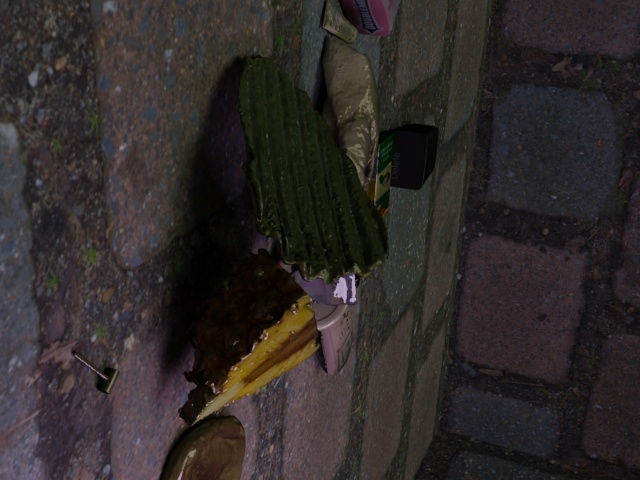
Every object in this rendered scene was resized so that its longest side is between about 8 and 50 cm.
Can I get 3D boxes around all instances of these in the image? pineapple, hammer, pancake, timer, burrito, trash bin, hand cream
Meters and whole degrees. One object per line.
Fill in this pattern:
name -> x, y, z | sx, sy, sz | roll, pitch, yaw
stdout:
pineapple -> -0.166, 0.153, 1.402 | 0.286, 0.209, 0.344 | -35, 160, -11
hammer -> -0.319, 0.182, 1.157 | 0.110, 0.019, 0.035 | 65, 41, -56
pancake -> -0.218, 0.464, 1.552 | 0.294, 0.049, 0.294 | 13, 90, -70
timer -> -0.018, 0.109, 1.806 | 0.266, 0.175, 0.175 | 61, 42, -85
burrito -> 0.063, -0.269, 1.800 | 0.190, 0.135, 0.332 | 9, 89, -64
trash bin -> 0.277, -0.258, 2.437 | 0.225, 0.115, 0.165 | -40, 137, -66
hand cream -> 0.037, -0.462, 1.765 | 0.143, 0.039, 0.061 | 17, 84, -62

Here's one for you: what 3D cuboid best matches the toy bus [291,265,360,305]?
toy bus -> 0.000, 0.000, 1.605 | 0.317, 0.138, 0.112 | -97, -178, -56

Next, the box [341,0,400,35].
box -> 0.148, -0.665, 1.835 | 0.190, 0.112, 0.370 | 55, 50, -66

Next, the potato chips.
potato chips -> -0.022, -0.121, 1.433 | 0.358, 0.070, 0.429 | 20, 50, -50

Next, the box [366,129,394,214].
box -> 0.163, -0.176, 2.266 | 0.132, 0.034, 0.235 | -44, 142, -58

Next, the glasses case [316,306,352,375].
glasses case -> 0.031, 0.221, 2.061 | 0.122, 0.075, 0.314 | -57, 153, -36
